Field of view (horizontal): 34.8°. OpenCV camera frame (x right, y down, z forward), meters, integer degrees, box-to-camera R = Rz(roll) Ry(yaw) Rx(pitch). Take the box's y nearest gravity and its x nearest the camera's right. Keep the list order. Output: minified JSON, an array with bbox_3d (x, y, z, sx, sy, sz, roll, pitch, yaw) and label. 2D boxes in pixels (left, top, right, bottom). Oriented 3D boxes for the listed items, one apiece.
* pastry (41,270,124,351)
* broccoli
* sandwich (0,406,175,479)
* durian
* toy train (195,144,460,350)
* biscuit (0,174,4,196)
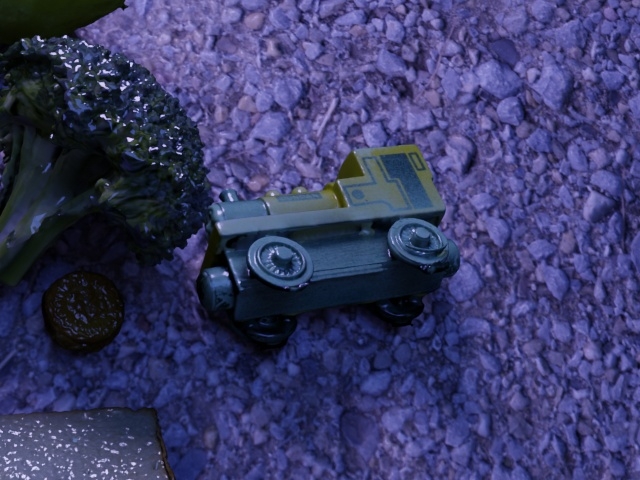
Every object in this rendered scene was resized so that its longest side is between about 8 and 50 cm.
[{"bbox_3d":[-0.283,0.084,1.221,0.097,0.057,0.109,32,54,-2],"label":"pastry"},{"bbox_3d":[-0.262,-0.076,1.219,0.375,0.302,0.249,34,21,35],"label":"broccoli"},{"bbox_3d":[-0.249,0.271,1.031,0.226,0.087,0.251,2,24,-23],"label":"sandwich"},{"bbox_3d":[-0.432,-0.370,1.375,0.339,0.204,0.256,-26,42,-30],"label":"durian"},{"bbox_3d":[0.000,0.000,1.344,0.369,0.150,0.237,-7,54,-26],"label":"toy train"},{"bbox_3d":[-0.459,-0.058,1.158,0.239,0.062,0.108,10,42,41],"label":"biscuit"}]
